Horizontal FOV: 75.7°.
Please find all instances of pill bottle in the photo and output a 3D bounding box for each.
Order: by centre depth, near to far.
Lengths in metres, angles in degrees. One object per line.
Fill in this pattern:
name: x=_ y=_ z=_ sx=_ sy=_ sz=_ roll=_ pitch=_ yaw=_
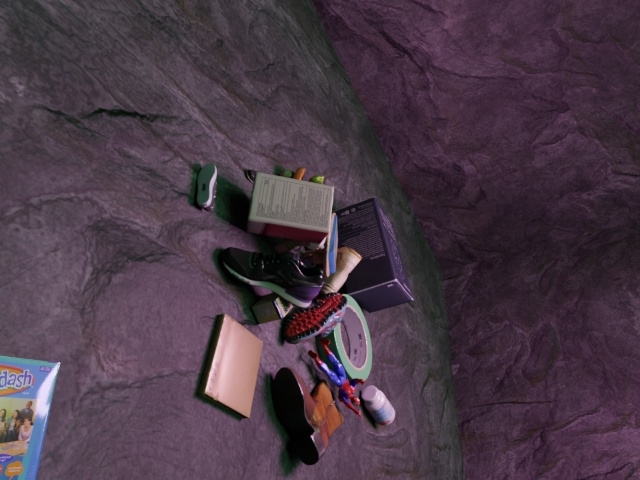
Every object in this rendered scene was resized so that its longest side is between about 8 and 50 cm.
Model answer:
pill bottle: x=0.000 y=0.000 z=1.574 sx=0.137 sy=0.078 sz=0.078 roll=-6 pitch=79 yaw=-65
pill bottle: x=0.221 y=0.637 z=1.594 sx=0.160 sy=0.087 sz=0.087 roll=58 pitch=28 yaw=-28

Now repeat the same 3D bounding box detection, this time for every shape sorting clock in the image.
shape sorting clock: x=0.030 y=0.014 z=1.308 sx=0.206 sy=0.040 sz=0.206 roll=3 pitch=90 yaw=-85

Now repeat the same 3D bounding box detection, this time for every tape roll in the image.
tape roll: x=0.092 y=0.363 z=1.524 sx=0.321 sy=0.077 sz=0.321 roll=46 pitch=34 yaw=-45

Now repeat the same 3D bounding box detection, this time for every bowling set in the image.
bowling set: x=-0.049 y=0.032 z=1.355 sx=0.287 sy=0.154 sz=0.200 roll=49 pitch=33 yaw=-41

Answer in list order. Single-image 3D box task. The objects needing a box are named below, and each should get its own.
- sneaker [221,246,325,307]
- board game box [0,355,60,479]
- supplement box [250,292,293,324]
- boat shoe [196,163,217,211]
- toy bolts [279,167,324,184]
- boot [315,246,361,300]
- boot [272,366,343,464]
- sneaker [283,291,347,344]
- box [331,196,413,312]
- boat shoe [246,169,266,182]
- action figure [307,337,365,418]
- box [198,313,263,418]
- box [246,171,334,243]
sneaker: x=-0.119 y=0.066 z=1.111 sx=0.283 sy=0.124 sz=0.107 roll=27 pitch=28 yaw=-18
board game box: x=-0.436 y=0.252 z=0.512 sx=0.160 sy=0.047 sz=0.210 roll=36 pitch=43 yaw=-52
supplement box: x=-0.135 y=0.185 z=1.152 sx=0.056 sy=0.083 sz=0.083 roll=68 pitch=25 yaw=-10
boat shoe: x=-0.298 y=-0.140 z=1.087 sx=0.040 sy=0.049 sz=0.142 roll=70 pitch=17 yaw=-57
toy bolts: x=-0.093 y=-0.138 z=1.467 sx=0.228 sy=0.158 sz=0.218 roll=-78 pitch=-176 yaw=-65
boot: x=0.036 y=0.130 z=1.520 sx=0.095 sy=0.262 sz=0.203 roll=38 pitch=75 yaw=-13
boot: x=-0.018 y=0.463 z=1.207 sx=0.264 sy=0.096 sz=0.280 roll=62 pitch=17 yaw=7
sneaker: x=-0.007 y=0.272 z=1.300 sx=0.262 sy=0.104 sz=0.125 roll=-25 pitch=129 yaw=-40
box: x=0.221 y=0.069 z=1.767 sx=0.293 sy=0.212 sz=0.395 roll=45 pitch=30 yaw=-55
boat shoe: x=-0.192 y=-0.203 z=1.354 sx=0.133 sy=0.042 sz=0.049 roll=25 pitch=53 yaw=-57
action figure: x=0.079 y=0.448 z=1.307 sx=0.091 sy=0.139 sz=0.280 roll=-43 pitch=120 yaw=-24
box: x=-0.208 y=0.302 z=0.994 sx=0.164 sy=0.021 sz=0.201 roll=51 pitch=31 yaw=-39
box: x=-0.090 y=-0.090 z=1.207 sx=0.127 sy=0.232 sz=0.148 roll=128 pitch=-30 yaw=-70
